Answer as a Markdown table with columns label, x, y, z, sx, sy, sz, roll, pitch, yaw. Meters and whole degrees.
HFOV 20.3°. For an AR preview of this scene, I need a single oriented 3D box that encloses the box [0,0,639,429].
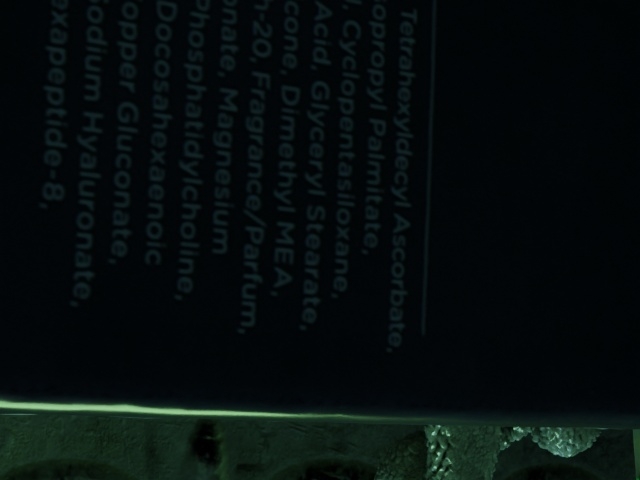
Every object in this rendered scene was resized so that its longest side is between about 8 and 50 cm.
| label | x | y | z | sx | sy | sz | roll | pitch | yaw |
| --- | --- | --- | --- | --- | --- | --- | --- | --- | --- |
| box | -0.114 | -0.057 | 0.518 | 0.395 | 0.212 | 0.293 | 5 | 174 | -36 |

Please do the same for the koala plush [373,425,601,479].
| label | x | y | z | sx | sy | sz | roll | pitch | yaw |
| --- | --- | --- | --- | --- | --- | --- | --- | --- | --- |
| koala plush | 0.074 | 0.073 | 1.364 | 0.196 | 0.203 | 0.221 | -22 | -158 | -35 |

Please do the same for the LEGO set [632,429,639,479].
| label | x | y | z | sx | sy | sz | roll | pitch | yaw |
| --- | --- | --- | --- | --- | --- | --- | --- | --- | --- |
| LEGO set | 0.327 | 0.021 | 1.184 | 0.255 | 0.192 | 0.331 | 5 | -155 | 29 |
